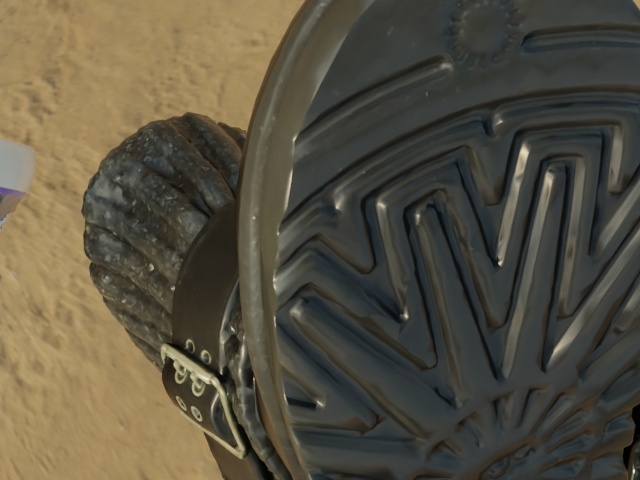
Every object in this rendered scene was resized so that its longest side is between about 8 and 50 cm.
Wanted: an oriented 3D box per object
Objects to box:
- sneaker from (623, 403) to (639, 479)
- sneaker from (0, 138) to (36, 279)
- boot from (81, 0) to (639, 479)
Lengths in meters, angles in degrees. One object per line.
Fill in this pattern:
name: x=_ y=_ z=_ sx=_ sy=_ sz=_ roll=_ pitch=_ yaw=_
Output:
sneaker: x=0.131 y=0.064 z=0.810 sx=0.121 sy=0.302 sz=0.108 roll=-6 pitch=111 yaw=-33
sneaker: x=-0.284 y=0.032 z=0.888 sx=0.130 sy=0.323 sz=0.236 roll=20 pitch=87 yaw=-10
boot: x=-0.004 y=0.002 z=0.509 sx=0.131 sy=0.260 sz=0.348 roll=-21 pitch=133 yaw=-18
